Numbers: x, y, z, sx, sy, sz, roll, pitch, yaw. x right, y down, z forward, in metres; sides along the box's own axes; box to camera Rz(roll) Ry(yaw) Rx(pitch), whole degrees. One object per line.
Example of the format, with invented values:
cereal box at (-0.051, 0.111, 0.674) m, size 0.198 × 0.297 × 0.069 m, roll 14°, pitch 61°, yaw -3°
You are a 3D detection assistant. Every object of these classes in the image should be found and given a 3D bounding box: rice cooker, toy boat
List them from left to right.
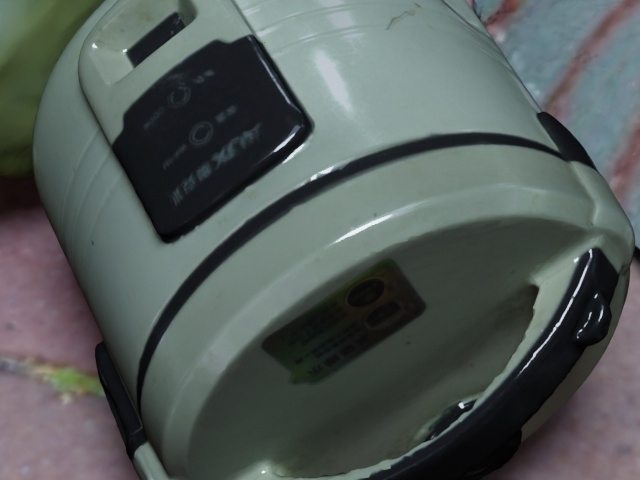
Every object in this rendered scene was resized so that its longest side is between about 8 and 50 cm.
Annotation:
rice cooker at (0.000, 0.000, 0.783) m, size 0.226 × 0.226 × 0.244 m, roll -18°, pitch 56°, yaw -17°
toy boat at (0.175, -0.094, 0.967) m, size 0.282 × 0.096 × 0.206 m, roll 31°, pitch 69°, yaw 31°

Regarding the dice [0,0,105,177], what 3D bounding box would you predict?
dice at (-0.174, -0.198, 0.858) m, size 0.254 × 0.252 × 0.250 m, roll 40°, pitch 98°, yaw 27°
